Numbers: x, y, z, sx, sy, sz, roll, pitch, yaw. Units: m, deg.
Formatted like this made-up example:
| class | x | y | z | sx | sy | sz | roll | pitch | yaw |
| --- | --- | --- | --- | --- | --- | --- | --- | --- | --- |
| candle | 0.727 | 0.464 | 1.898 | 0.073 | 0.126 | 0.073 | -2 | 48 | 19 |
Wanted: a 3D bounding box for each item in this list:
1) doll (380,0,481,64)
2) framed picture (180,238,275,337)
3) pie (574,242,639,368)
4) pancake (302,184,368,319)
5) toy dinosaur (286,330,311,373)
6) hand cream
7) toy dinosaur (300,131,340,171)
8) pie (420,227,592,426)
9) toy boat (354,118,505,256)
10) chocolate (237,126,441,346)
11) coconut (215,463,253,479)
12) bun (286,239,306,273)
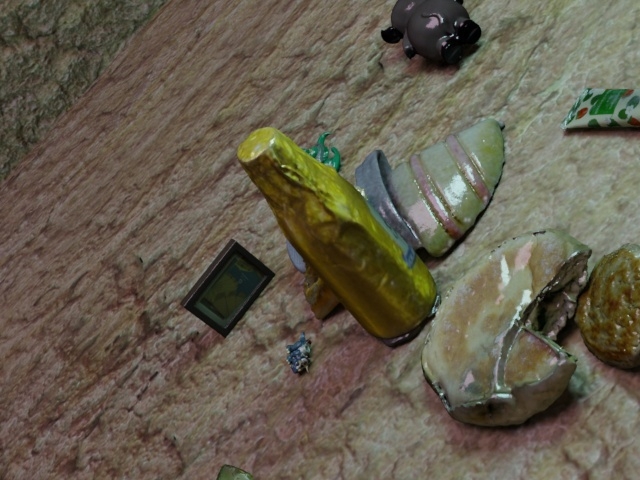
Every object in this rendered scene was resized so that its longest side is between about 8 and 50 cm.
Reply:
| class | x | y | z | sx | sy | sz | roll | pitch | yaw |
| --- | --- | --- | --- | --- | --- | --- | --- | --- | --- |
| doll | 0.237 | -0.463 | 2.121 | 0.182 | 0.117 | 0.257 | -45 | 35 | 1 |
| framed picture | -0.187 | 0.098 | 2.027 | 0.168 | 0.128 | 0.023 | -52 | 36 | -5 |
| pie | 0.433 | 0.094 | 1.413 | 0.163 | 0.079 | 0.193 | -48 | 28 | 29 |
| pancake | -0.007 | -0.014 | 1.864 | 0.244 | 0.057 | 0.266 | 50 | 124 | 28 |
| toy dinosaur | -0.037 | 0.209 | 1.844 | 0.047 | 0.030 | 0.083 | -28 | 40 | 25 |
| hand cream | 0.517 | -0.218 | 1.643 | 0.276 | 0.059 | 0.095 | 10 | 62 | 56 |
| toy dinosaur | 0.003 | -0.179 | 2.162 | 0.096 | 0.059 | 0.132 | -11 | 57 | 30 |
| pie | 0.285 | 0.129 | 1.526 | 0.337 | 0.075 | 0.337 | -39 | 32 | 31 |
| toy boat | 0.195 | -0.091 | 1.827 | 0.294 | 0.111 | 0.276 | -17 | 50 | 25 |
| chocolate | 0.028 | -0.010 | 1.630 | 0.162 | 0.445 | 0.162 | -26 | 38 | 22 |
| coconut | -0.149 | 0.457 | 1.703 | 0.133 | 0.055 | 0.158 | -42 | 34 | 11 |
| bun | 0.000 | 0.000 | 1.951 | 0.141 | 0.083 | 0.140 | 3 | 94 | 42 |
